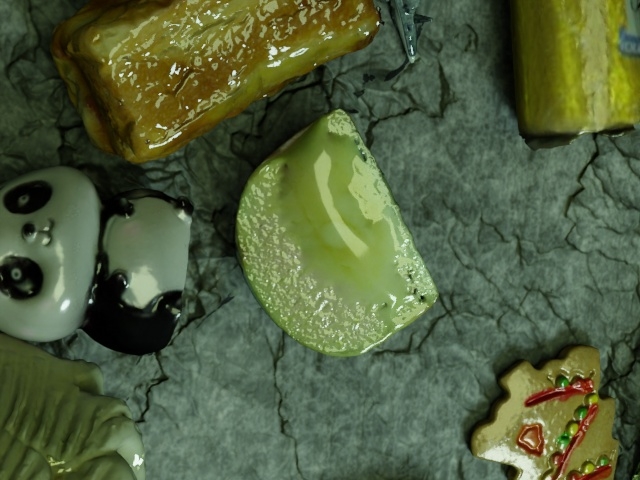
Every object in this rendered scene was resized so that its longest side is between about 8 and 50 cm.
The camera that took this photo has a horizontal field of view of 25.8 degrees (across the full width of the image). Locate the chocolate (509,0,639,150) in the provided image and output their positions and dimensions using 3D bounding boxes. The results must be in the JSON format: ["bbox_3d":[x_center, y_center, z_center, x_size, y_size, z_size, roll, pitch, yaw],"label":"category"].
[{"bbox_3d":[0.286,-0.336,1.627,0.162,0.162,0.445,-10,100,-19],"label":"chocolate"}]

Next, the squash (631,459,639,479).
[{"bbox_3d":[0.611,0.361,1.796,0.385,0.263,0.263,0,97,-20],"label":"squash"}]

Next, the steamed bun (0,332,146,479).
[{"bbox_3d":[-0.356,0.267,1.400,0.352,0.339,0.247,13,122,-14],"label":"steamed bun"}]

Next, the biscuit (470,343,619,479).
[{"bbox_3d":[0.306,0.251,1.781,0.212,0.041,0.238,-40,108,-13],"label":"biscuit"}]

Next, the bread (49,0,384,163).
[{"bbox_3d":[-0.112,-0.225,1.501,0.344,0.149,0.195,-30,118,-15],"label":"bread"}]

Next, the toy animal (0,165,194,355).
[{"bbox_3d":[-0.260,0.022,1.467,0.235,0.165,0.187,13,66,-22],"label":"toy animal"}]

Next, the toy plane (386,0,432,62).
[{"bbox_3d":[0.097,-0.319,1.603,0.160,0.082,0.234,-33,110,-41],"label":"toy plane"}]

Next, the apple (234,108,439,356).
[{"bbox_3d":[0.000,0.000,1.593,0.193,0.120,0.265,-29,104,-1],"label":"apple"}]
